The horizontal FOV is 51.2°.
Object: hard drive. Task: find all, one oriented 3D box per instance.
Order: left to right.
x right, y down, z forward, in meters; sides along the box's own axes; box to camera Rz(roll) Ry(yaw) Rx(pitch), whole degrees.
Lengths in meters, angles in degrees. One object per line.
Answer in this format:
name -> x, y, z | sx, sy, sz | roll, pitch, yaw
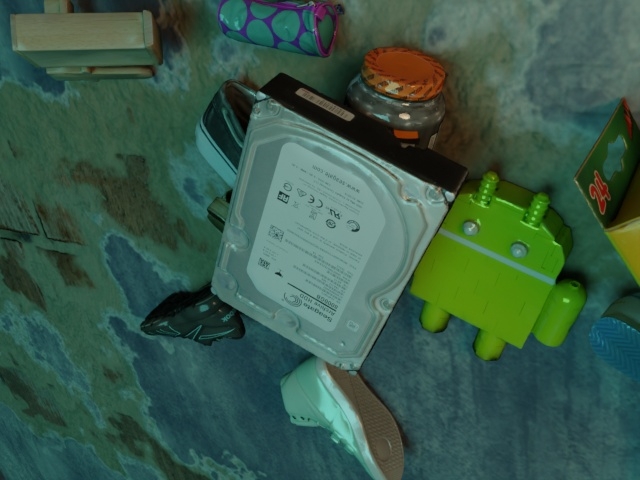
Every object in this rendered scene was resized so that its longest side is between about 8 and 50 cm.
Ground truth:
hard drive -> 0.000, 0.000, 0.800 | 0.237, 0.064, 0.339 | 30, 135, 8

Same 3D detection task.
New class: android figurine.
android figurine -> 0.210, 0.035, 0.845 | 0.248, 0.056, 0.273 | 28, 135, 18

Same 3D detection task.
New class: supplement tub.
supplement tub -> 0.077, -0.120, 0.786 | 0.117, 0.117, 0.190 | 27, 133, 19

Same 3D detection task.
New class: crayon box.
crayon box -> 0.367, 0.018, 0.607 | 0.081, 0.202, 0.318 | -29, 101, 45

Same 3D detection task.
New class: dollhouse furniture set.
dollhouse furniture set -> -0.310, -0.416, 0.886 | 0.174, 0.303, 0.355 | -3, 92, -8

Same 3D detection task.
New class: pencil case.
pencil case -> -0.052, -0.269, 0.814 | 0.152, 0.064, 0.070 | 17, 145, 26

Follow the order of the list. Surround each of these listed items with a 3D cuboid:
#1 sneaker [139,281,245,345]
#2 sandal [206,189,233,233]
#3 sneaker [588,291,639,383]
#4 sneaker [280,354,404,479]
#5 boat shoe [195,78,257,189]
sneaker -> -0.242, 0.155, 1.238 | 0.267, 0.101, 0.106 | -16, 117, 47
sandal -> -0.117, -0.043, 1.009 | 0.088, 0.079, 0.240 | 40, 172, -1
sneaker -> 0.412, 0.143, 0.722 | 0.229, 0.092, 0.087 | 43, 141, 19
sneaker -> 0.033, 0.314, 1.147 | 0.151, 0.094, 0.256 | -32, 89, 40
boat shoe -> -0.040, -0.082, 0.898 | 0.335, 0.121, 0.119 | 41, 140, 8
